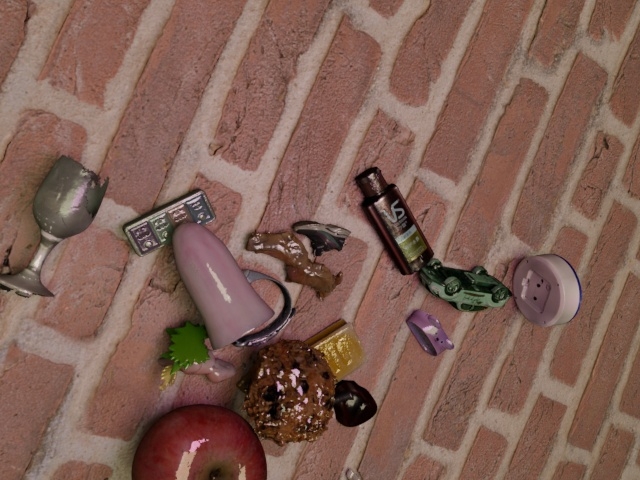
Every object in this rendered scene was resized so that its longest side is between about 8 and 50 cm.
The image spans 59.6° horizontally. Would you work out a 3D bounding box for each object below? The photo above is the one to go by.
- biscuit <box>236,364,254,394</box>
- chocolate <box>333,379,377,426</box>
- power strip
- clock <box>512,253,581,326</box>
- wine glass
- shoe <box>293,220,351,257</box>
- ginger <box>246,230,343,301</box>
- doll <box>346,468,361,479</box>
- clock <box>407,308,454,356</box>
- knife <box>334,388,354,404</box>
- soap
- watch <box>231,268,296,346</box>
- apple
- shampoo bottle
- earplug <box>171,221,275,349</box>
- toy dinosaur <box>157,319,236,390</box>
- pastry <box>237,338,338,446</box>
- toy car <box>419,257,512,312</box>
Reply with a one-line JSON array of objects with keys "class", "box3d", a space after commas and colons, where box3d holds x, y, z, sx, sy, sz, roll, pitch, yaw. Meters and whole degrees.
[{"class": "biscuit", "box3d": [-0.178, 0.391, 1.536, 0.083, 0.018, 0.081, -46, 110, -13]}, {"class": "chocolate", "box3d": [0.093, 0.483, 1.631, 0.149, 0.080, 0.125, 40, 79, -24]}, {"class": "power strip", "box3d": [-0.363, -0.022, 1.394, 0.216, 0.061, 0.145, -28, 113, -18]}, {"class": "clock", "box3d": [0.716, 0.158, 1.785, 0.083, 0.230, 0.230, -3, 97, -20]}, {"class": "wine glass", "box3d": [-0.594, -0.029, 1.244, 0.144, 0.143, 0.321, 26, 85, -24]}, {"class": "shoe", "box3d": [0.000, 0.000, 1.546, 0.169, 0.071, 0.099, 9, 99, -25]}, {"class": "ginger", "box3d": [-0.071, 0.057, 1.518, 0.290, 0.084, 0.122, 36, 124, -20]}, {"class": "doll", "box3d": [0.066, 0.812, 1.657, 0.217, 0.085, 0.183, -46, 114, -31]}, {"class": "clock", "box3d": [0.333, 0.286, 1.697, 0.050, 0.110, 0.152, -40, 109, -18]}, {"class": "knife", "box3d": [-0.011, 0.486, 1.579, 0.231, 0.028, 0.060, -21, 86, 3]}, {"class": "soap", "box3d": [0.008, 0.339, 1.581, 0.232, 0.073, 0.140, -30, 102, -17]}, {"class": "watch", "box3d": [-0.177, 0.188, 1.489, 0.193, 0.068, 0.206, 43, 77, -21]}, {"class": "apple", "box3d": [-0.298, 0.564, 1.378, 0.345, 0.269, 0.344, 5, 82, -34]}, {"class": "shampoo bottle", "box3d": [0.211, -0.060, 1.621, 0.129, 0.084, 0.322, -36, 108, -19]}, {"class": "earplug", "box3d": [-0.256, 0.089, 1.346, 0.172, 0.172, 0.301, -30, 93, -18]}, {"class": "toy dinosaur", "box3d": [-0.320, 0.296, 1.428, 0.194, 0.152, 0.177, -9, 138, -14]}, {"class": "pastry", "box3d": [-0.085, 0.387, 1.424, 0.275, 0.193, 0.274, 20, 58, -35]}, {"class": "toy car", "box3d": [0.434, 0.149, 1.719, 0.306, 0.136, 0.125, 8, 114, -23]}]
